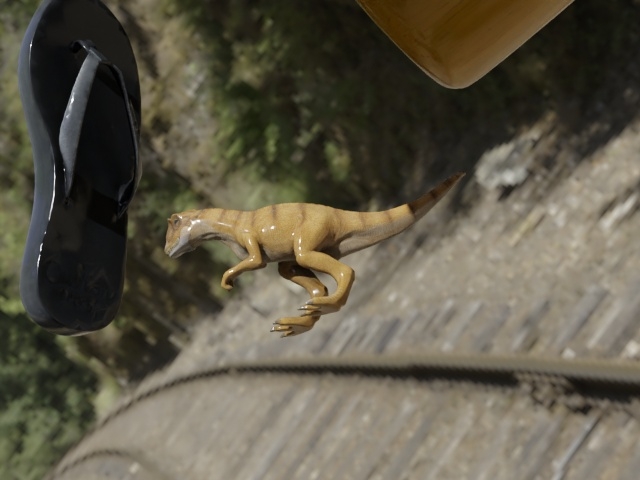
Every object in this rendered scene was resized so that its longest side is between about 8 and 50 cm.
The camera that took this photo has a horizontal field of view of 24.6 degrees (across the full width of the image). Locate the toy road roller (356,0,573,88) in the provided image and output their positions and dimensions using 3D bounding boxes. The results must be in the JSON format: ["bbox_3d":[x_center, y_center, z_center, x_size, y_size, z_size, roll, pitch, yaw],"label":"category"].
[{"bbox_3d":[0.045,-0.211,0.804,0.202,0.241,0.329,-41,-1,14],"label":"toy road roller"}]

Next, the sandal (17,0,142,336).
[{"bbox_3d":[-0.160,-0.060,1.039,0.054,0.097,0.255,-19,68,44],"label":"sandal"}]

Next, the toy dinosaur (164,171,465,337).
[{"bbox_3d":[0.000,0.000,0.972,0.064,0.211,0.112,90,176,-67],"label":"toy dinosaur"}]
